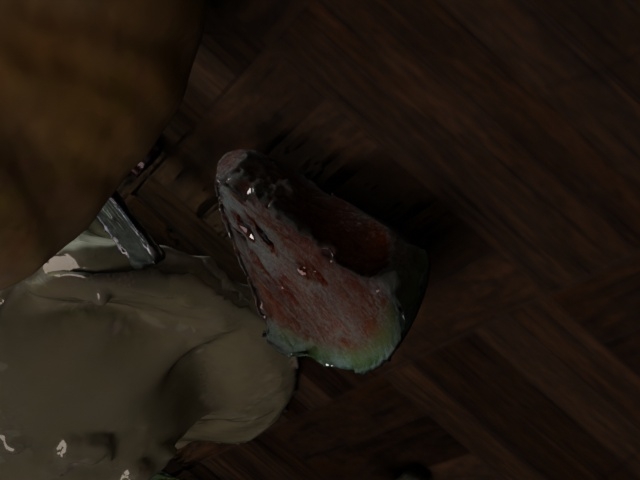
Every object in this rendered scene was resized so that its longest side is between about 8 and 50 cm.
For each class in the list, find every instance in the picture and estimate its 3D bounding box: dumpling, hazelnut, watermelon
[{"bbox_3d":[-0.170,0.084,1.011,0.316,0.233,0.395,15,146,-28],"label":"dumpling"},{"bbox_3d":[-0.180,-0.102,0.654,0.261,0.261,0.241,34,-178,6],"label":"hazelnut"},{"bbox_3d":[0.000,0.000,0.791,0.139,0.071,0.187,52,157,-12],"label":"watermelon"}]

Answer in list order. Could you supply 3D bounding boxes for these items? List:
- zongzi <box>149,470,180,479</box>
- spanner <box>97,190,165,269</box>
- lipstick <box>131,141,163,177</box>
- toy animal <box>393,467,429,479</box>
[{"bbox_3d":[-0.215,0.329,1.401,0.319,0.362,0.383,29,112,17],"label":"zongzi"},{"bbox_3d":[-0.191,-0.116,0.810,0.325,0.026,0.093,52,146,-1],"label":"spanner"},{"bbox_3d":[-0.170,-0.104,0.863,0.176,0.027,0.027,41,151,-4],"label":"lipstick"},{"bbox_3d":[0.114,0.267,1.018,0.176,0.073,0.216,5,131,34],"label":"toy animal"}]
